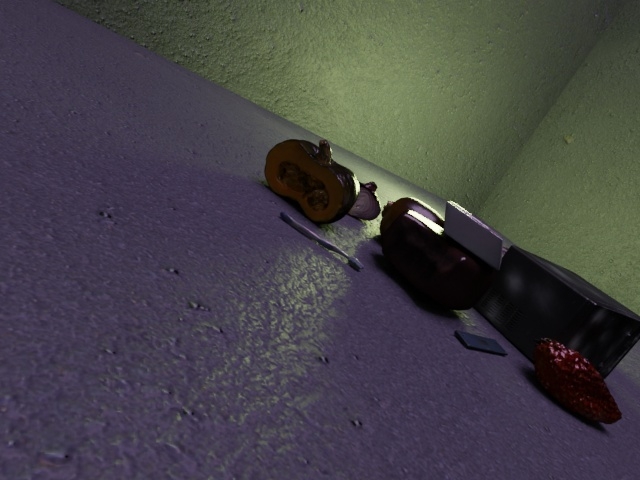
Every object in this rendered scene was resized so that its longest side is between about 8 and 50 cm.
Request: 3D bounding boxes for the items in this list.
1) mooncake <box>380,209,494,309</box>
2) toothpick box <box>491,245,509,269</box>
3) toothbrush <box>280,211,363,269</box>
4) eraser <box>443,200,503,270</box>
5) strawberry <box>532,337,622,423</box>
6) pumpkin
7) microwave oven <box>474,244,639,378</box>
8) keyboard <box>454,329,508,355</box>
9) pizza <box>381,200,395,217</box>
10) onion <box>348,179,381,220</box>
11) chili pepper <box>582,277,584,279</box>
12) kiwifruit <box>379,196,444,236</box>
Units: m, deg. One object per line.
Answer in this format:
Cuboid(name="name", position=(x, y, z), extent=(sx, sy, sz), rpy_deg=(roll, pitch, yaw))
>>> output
Cuboid(name="mooncake", position=(0.322, 0.062, 1.314), extent=(0.326, 0.174, 0.334), rpy_deg=(38, 16, 6))
Cuboid(name="toothpick box", position=(0.603, 0.074, 1.719), extent=(0.192, 0.192, 0.294), rpy_deg=(27, 18, -12))
Cuboid(name="toothbrush", position=(0.000, 0.000, 1.228), extent=(0.269, 0.021, 0.027), rpy_deg=(33, 12, 11))
Cuboid(name="eraser", position=(0.450, -0.021, 1.359), extent=(0.213, 0.082, 0.397), rpy_deg=(38, 13, 13))
Cuboid(name="strawberry", position=(0.603, 0.351, 1.129), extent=(0.236, 0.107, 0.175), rpy_deg=(48, -13, 42))
Cuboid(name="pumpkin", position=(-0.015, -0.198, 1.419), extent=(0.317, 0.221, 0.139), rpy_deg=(40, 19, 26))
Cuboid(name="microwave oven", position=(0.752, 0.227, 1.468), extent=(0.432, 0.236, 0.374), rpy_deg=(18, 22, -36))
Cuboid(name="keyboard", position=(0.412, 0.263, 1.182), extent=(0.176, 0.014, 0.055), rpy_deg=(18, 22, -35))
Cuboid(name="pizza", position=(0.300, -0.084, 1.745), extent=(0.127, 0.058, 0.246), rpy_deg=(-7, -32, 38))
Cuboid(name="onion", position=(0.137, -0.163, 1.722), extent=(0.206, 0.151, 0.098), rpy_deg=(42, -1, -17))
Cuboid(name="chili pepper", position=(0.913, 0.188, 1.977), extent=(0.385, 0.167, 0.213), rpy_deg=(22, -15, 27))
Cuboid(name="kiwifruit", position=(0.320, -0.034, 1.570), extent=(0.234, 0.196, 0.196), rpy_deg=(32, 17, 12))
